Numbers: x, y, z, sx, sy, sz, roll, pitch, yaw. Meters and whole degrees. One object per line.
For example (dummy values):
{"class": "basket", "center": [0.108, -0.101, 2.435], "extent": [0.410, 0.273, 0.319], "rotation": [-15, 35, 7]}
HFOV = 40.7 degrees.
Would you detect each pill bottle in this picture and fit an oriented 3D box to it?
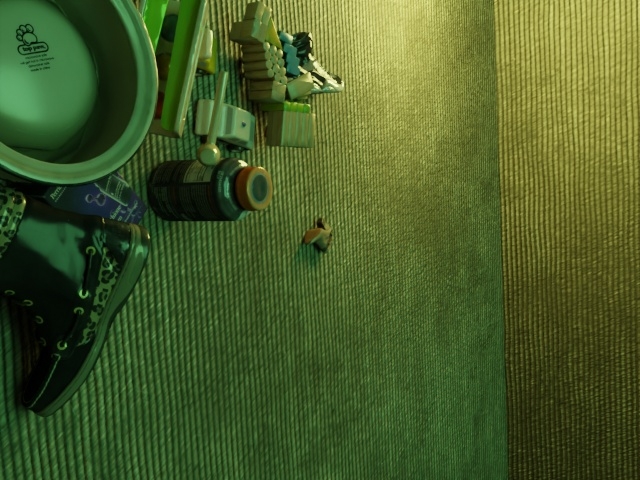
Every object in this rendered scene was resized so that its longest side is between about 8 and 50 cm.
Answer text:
{"class": "pill bottle", "center": [-0.219, -0.103, 1.758], "extent": [0.130, 0.246, 0.130], "rotation": [-3, 93, -57]}

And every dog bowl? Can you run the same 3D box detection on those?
{"class": "dog bowl", "center": [-0.460, -0.271, 1.343], "extent": [0.408, 0.150, 0.408], "rotation": [12, 73, -46]}

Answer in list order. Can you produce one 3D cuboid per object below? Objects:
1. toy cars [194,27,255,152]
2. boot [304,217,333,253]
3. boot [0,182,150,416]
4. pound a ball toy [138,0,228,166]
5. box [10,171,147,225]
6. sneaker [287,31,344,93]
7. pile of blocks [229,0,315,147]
{"class": "toy cars", "center": [-0.231, -0.336, 1.883], "extent": [0.176, 0.087, 0.393], "rotation": [-59, 137, -38]}
{"class": "boot", "center": [0.000, 0.000, 2.297], "extent": [0.118, 0.042, 0.087], "rotation": [-57, 137, -40]}
{"class": "boot", "center": [-0.485, 0.097, 1.429], "extent": [0.284, 0.138, 0.377], "rotation": [25, 103, -34]}
{"class": "pound a ball toy", "center": [-0.273, -0.315, 1.693], "extent": [0.136, 0.208, 0.319], "rotation": [-176, -83, -83]}
{"class": "box", "center": [-0.434, -0.067, 1.549], "extent": [0.207, 0.108, 0.153], "rotation": [56, 46, -42]}
{"class": "sneaker", "center": [-0.026, -0.449, 2.186], "extent": [0.269, 0.101, 0.153], "rotation": [-12, 103, -54]}
{"class": "pile of blocks", "center": [-0.114, -0.382, 2.030], "extent": [0.149, 0.113, 0.362], "rotation": [-31, 116, -38]}
